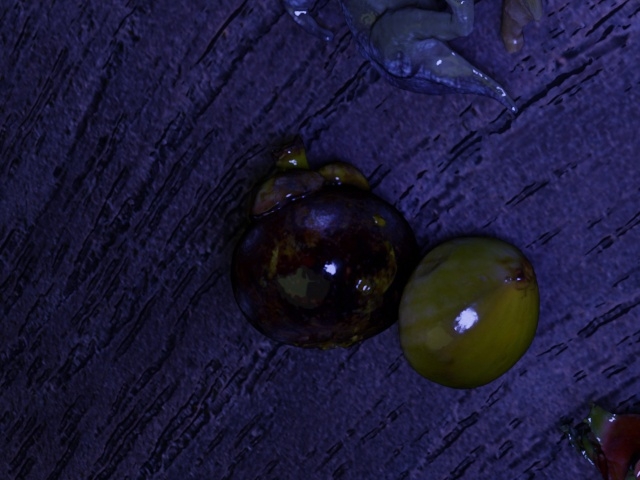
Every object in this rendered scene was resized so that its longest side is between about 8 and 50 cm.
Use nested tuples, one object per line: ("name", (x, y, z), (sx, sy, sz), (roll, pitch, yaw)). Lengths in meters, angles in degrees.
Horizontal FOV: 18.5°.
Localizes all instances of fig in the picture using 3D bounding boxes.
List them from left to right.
("fig", (0.141, 0.068, 1.886), (0.121, 0.136, 0.153), (30, 112, 46))

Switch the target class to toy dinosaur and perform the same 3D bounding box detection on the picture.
("toy dinosaur", (0.063, -0.220, 1.799), (0.294, 0.077, 0.162), (42, 145, 33))

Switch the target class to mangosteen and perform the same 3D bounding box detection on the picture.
("mangosteen", (0.000, 0.000, 1.953), (0.192, 0.192, 0.217), (-29, 66, 49))

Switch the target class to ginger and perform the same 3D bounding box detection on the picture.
("ginger", (0.178, -0.208, 1.732), (0.048, 0.030, 0.097), (-135, 34, -53))

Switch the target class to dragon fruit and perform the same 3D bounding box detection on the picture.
("dragon fruit", (0.308, 0.205, 1.841), (0.236, 0.135, 0.137), (34, 145, 45))
